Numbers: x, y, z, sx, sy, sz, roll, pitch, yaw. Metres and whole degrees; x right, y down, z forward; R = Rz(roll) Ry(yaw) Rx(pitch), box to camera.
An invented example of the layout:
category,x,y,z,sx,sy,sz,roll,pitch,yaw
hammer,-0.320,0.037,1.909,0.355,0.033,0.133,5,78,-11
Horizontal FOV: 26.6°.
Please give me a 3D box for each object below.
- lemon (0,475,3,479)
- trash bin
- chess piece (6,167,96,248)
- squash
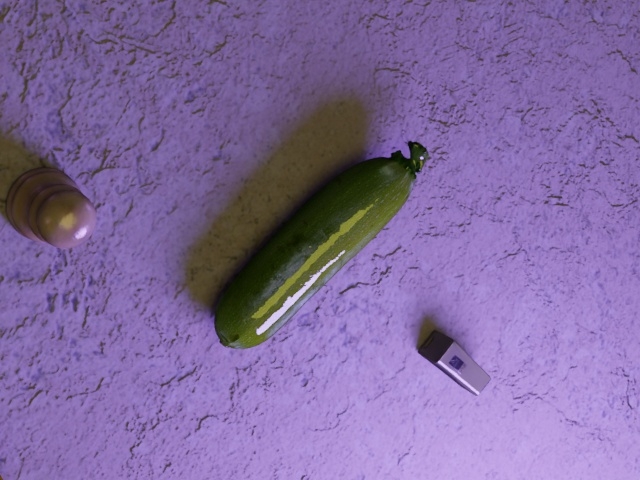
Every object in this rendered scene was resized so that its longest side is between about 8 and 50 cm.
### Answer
category,x,y,z,sx,sy,sz,roll,pitch,yaw
lemon,-0.506,0.274,1.550,0.310,0.258,0.257,22,91,-22
trash bin,0.193,0.175,1.929,0.092,0.061,0.043,40,84,-26
chess piece,-0.316,-0.030,1.620,0.094,0.170,0.094,-5,104,-22
squash,0.000,0.000,1.795,0.379,0.101,0.101,-43,113,-5
